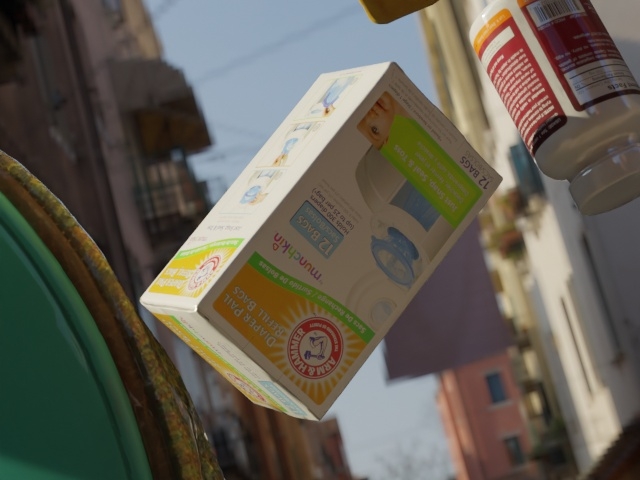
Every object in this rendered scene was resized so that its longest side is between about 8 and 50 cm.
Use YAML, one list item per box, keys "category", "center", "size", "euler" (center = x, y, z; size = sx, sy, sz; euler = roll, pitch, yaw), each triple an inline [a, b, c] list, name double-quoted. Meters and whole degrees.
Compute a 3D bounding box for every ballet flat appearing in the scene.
- category: "ballet flat"
  center: [-0.054, 0.130, 0.491]
  size: [0.123, 0.349, 0.123]
  euler: [-25, -16, -8]

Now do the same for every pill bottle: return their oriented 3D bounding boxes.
- category: "pill bottle"
  center: [0.169, -0.097, 1.084]
  size: [0.086, 0.152, 0.086]
  euler: [-22, -19, -8]

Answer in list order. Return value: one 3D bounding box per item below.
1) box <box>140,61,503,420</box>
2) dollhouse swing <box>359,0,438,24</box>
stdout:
- category: "box"
  center: [0.000, 0.000, 1.026]
  size: [0.203, 0.114, 0.103]
  euler: [-51, 21, -16]
- category: "dollhouse swing"
  center: [0.095, -0.308, 0.449]
  size: [0.346, 0.305, 0.315]
  euler: [-23, -29, 8]
